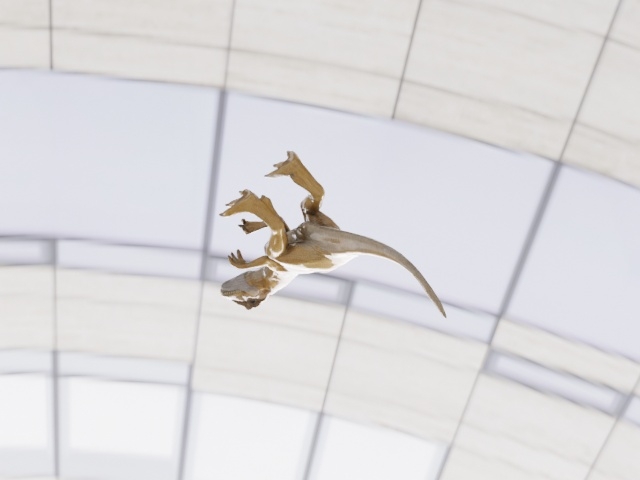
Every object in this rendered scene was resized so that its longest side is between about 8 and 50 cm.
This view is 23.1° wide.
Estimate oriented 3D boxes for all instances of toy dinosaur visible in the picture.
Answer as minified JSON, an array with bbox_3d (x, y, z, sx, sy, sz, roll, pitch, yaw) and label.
[{"bbox_3d":[0.000,0.000,1.057,0.112,0.211,0.064,52,-122,-19],"label":"toy dinosaur"}]
